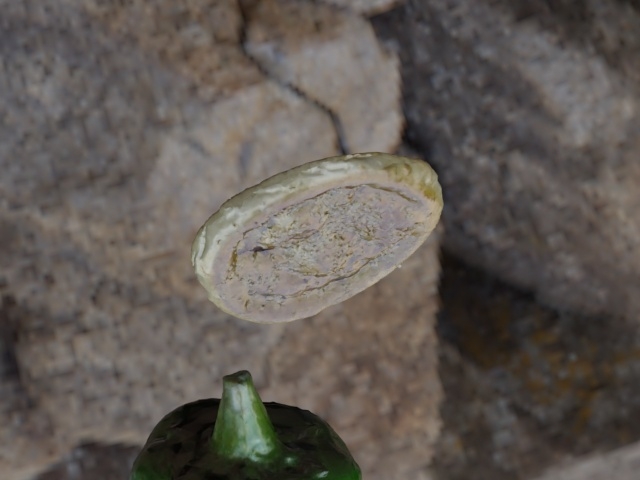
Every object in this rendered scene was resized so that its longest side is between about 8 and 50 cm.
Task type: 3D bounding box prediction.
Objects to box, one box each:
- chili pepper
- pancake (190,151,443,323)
[{"bbox_3d":[-0.039,0.179,0.923,0.099,0.136,0.270,-12,121,-35],"label":"chili pepper"},{"bbox_3d":[0.000,0.000,1.171,0.158,0.028,0.158,-16,149,-10],"label":"pancake"}]
